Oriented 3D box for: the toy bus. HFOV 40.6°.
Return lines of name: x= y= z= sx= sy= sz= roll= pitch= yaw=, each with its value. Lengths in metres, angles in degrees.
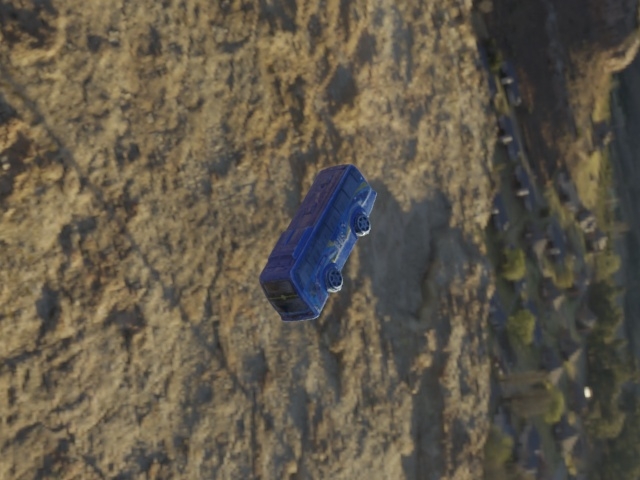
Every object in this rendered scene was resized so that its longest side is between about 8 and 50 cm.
toy bus: x=-0.003 y=-0.001 z=1.191 sx=0.094 sy=0.079 sz=0.236 roll=48 pitch=49 yaw=-24
